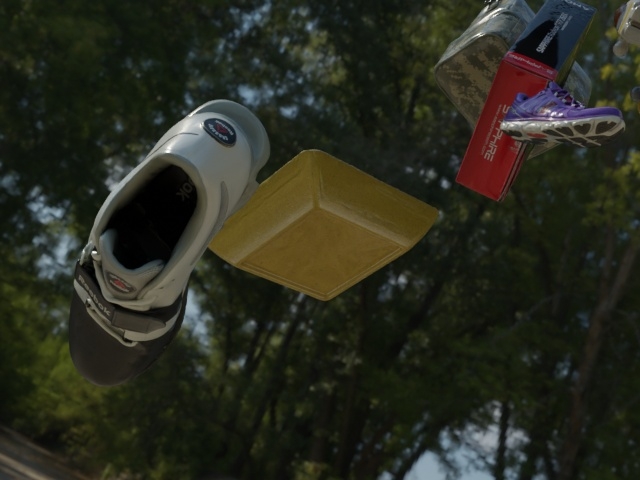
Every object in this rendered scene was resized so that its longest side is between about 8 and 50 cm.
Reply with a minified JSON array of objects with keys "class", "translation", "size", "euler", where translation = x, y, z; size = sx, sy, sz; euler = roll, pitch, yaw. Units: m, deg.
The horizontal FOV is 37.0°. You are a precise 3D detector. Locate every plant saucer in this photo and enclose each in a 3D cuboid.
[{"class":"plant saucer","translation":[0.000,0.000,1.769],"size":[0.332,0.081,0.333],"euler":[23,-43,-36]}]

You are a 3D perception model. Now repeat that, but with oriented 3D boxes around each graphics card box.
[{"class":"graphics card box","translation":[0.350,-0.250,1.606],"size":[0.094,0.371,0.233],"euler":[25,-52,13]}]

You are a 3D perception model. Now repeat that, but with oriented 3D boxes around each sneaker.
[{"class":"sneaker","translation":[-0.175,0.023,0.882],"size":[0.122,0.331,0.146],"euler":[33,27,5]},{"class":"sneaker","translation":[0.279,-0.151,1.116],"size":[0.068,0.071,0.170],"euler":[18,-3,-37]}]

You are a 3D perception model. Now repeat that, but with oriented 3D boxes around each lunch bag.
[{"class":"lunch bag","translation":[0.419,-0.349,1.999],"size":[0.305,0.256,0.212],"euler":[46,-39,-13]}]

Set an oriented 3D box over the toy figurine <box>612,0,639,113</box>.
[{"class":"toy figurine","translation":[0.519,-0.271,1.324],"size":[0.213,0.209,0.148],"euler":[64,17,-12]}]
